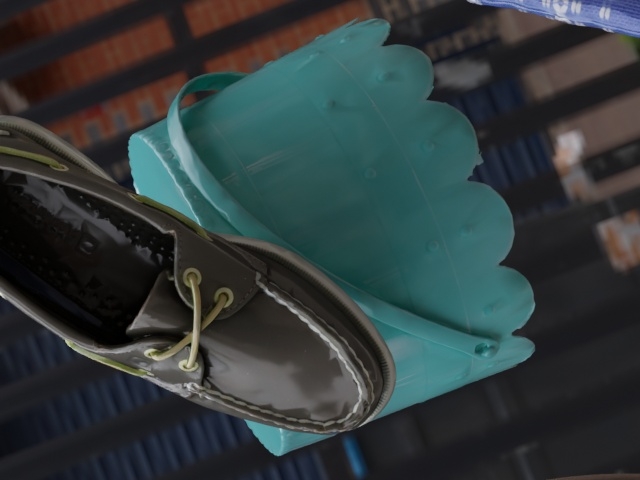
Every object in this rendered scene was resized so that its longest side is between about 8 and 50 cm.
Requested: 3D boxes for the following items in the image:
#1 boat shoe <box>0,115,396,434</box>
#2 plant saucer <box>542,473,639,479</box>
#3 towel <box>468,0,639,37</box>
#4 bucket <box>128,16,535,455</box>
[{"bbox_3d":[-0.098,0.031,1.059,0.305,0.109,0.091,30,-166,1],"label":"boat shoe"},{"bbox_3d":[0.128,0.204,0.739,0.041,0.277,0.278,-79,-26,-50],"label":"plant saucer"},{"bbox_3d":[0.200,-0.132,0.633,0.336,0.243,0.040,18,143,35],"label":"towel"},{"bbox_3d":[0.000,0.000,1.236,0.281,0.183,0.281,58,165,26],"label":"bucket"}]
